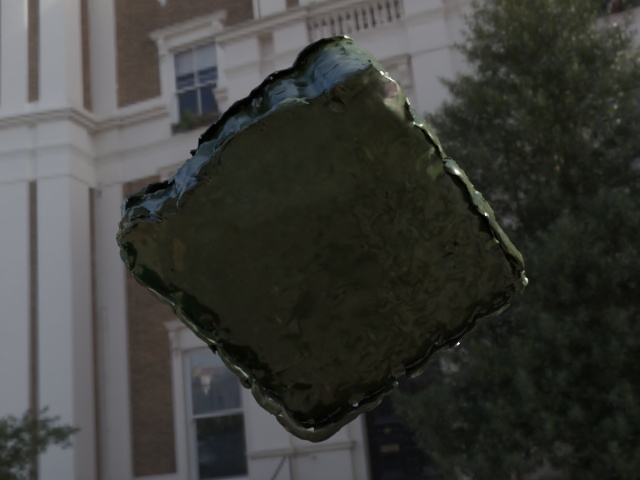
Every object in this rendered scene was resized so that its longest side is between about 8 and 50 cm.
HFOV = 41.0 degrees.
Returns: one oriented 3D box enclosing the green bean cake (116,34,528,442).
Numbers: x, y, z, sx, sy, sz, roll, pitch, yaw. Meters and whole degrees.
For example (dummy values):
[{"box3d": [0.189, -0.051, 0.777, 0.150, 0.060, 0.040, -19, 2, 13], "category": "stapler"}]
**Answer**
[{"box3d": [0.000, 0.000, 0.665, 0.241, 0.132, 0.255, -37, -62, 10], "category": "green bean cake"}]
